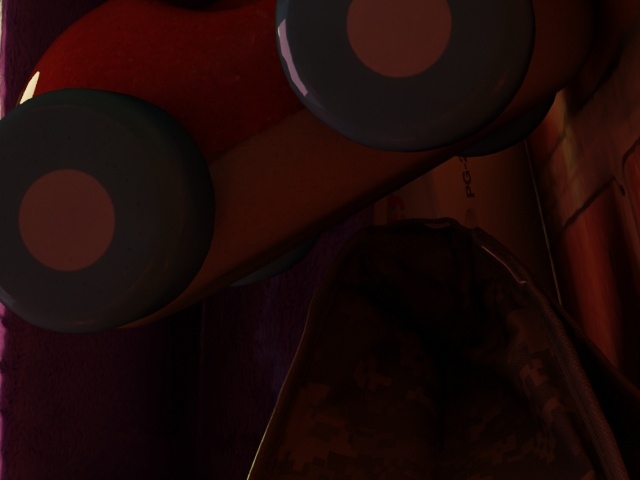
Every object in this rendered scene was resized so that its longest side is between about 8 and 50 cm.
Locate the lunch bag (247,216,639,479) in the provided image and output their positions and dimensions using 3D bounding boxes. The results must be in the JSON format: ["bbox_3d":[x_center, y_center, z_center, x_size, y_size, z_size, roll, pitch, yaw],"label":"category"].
[{"bbox_3d":[0.054,0.161,0.594,0.287,0.168,0.235,-85,-11,-45],"label":"lunch bag"}]

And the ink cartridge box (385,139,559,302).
[{"bbox_3d":[-0.001,0.030,0.856,0.100,0.237,0.172,-9,-93,-51],"label":"ink cartridge box"}]

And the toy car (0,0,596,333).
[{"bbox_3d":[-0.044,-0.112,0.568,0.238,0.210,0.219,62,-169,3],"label":"toy car"}]

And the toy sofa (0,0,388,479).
[{"bbox_3d":[-0.073,-0.017,0.745,0.150,0.177,0.363,-5,-79,-48],"label":"toy sofa"}]
